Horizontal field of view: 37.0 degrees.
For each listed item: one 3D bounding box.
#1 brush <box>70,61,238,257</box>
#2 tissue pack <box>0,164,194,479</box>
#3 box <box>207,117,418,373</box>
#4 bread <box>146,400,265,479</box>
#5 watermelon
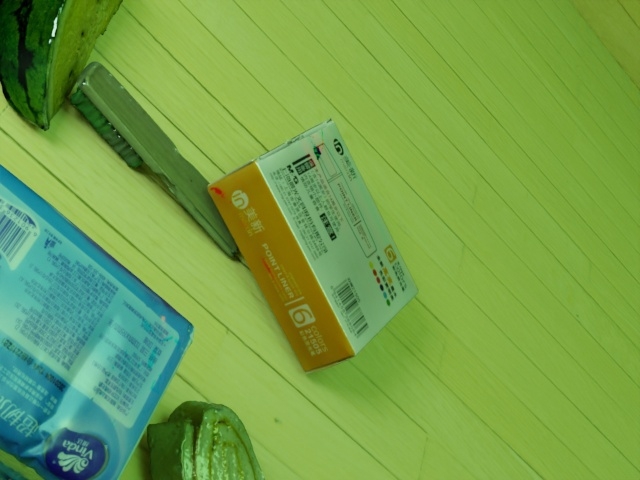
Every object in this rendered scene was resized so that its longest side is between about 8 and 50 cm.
[{"bbox_3d":[-0.188,-0.087,1.125,0.282,0.048,0.054,49,39,-27],"label":"brush"},{"bbox_3d":[-0.269,0.081,0.808,0.263,0.146,0.198,45,48,-25],"label":"tissue pack"},{"bbox_3d":[0.000,0.000,1.224,0.221,0.091,0.274,-33,99,-56],"label":"box"},{"bbox_3d":[-0.115,0.238,0.970,0.117,0.064,0.156,10,57,-51],"label":"bread"},{"bbox_3d":[-0.287,-0.257,1.086,0.301,0.123,0.129,-76,147,-41],"label":"watermelon"}]
